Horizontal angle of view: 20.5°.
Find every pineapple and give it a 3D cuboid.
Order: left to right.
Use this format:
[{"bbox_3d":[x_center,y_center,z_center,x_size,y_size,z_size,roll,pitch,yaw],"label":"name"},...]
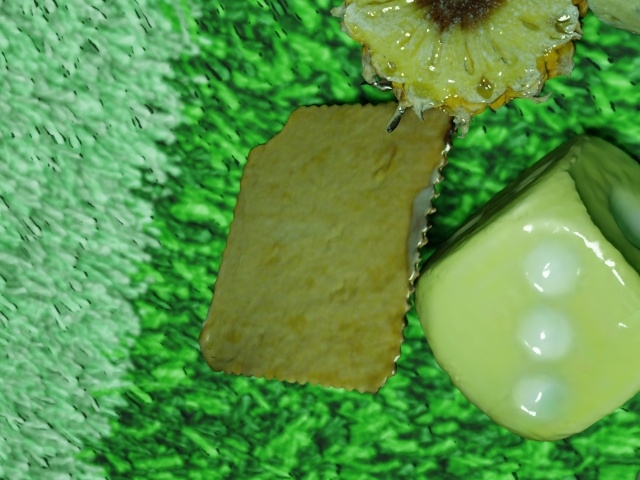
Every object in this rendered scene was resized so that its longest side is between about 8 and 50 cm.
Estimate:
[{"bbox_3d":[0.102,-0.180,1.306,0.221,0.047,0.221,-2,82,16],"label":"pineapple"}]

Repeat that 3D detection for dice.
[{"bbox_3d":[0.183,0.036,1.336,0.169,0.169,0.166,-40,91,29],"label":"dice"}]

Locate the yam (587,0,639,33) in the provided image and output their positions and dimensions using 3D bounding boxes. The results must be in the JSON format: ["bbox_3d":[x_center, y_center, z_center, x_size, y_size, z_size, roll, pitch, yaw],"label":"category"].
[{"bbox_3d":[0.283,-0.186,1.250,0.194,0.107,0.107,14,114,17],"label":"yam"}]

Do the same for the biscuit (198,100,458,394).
[{"bbox_3d":[0.000,0.000,1.389,0.237,0.013,0.232,4,76,48],"label":"biscuit"}]

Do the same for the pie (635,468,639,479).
[{"bbox_3d":[0.395,0.239,1.387,0.306,0.071,0.306,8,116,18],"label":"pie"}]
